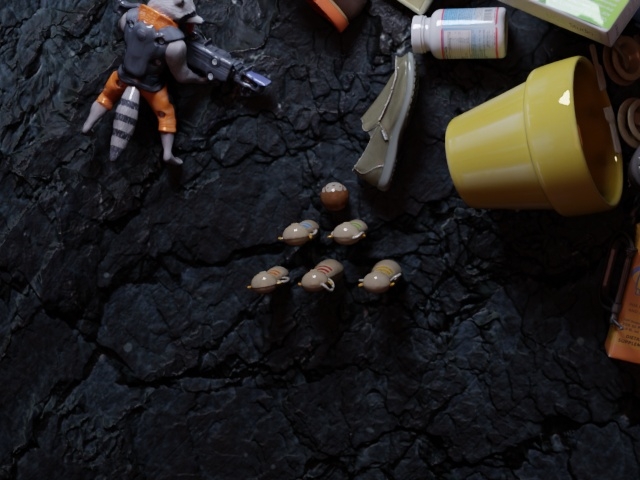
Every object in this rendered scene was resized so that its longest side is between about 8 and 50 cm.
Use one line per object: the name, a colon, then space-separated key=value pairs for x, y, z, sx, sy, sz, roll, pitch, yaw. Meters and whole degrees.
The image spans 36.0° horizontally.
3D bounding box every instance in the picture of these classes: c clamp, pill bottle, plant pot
c clamp: x=0.508 y=0.064 z=1.674 sx=0.022 sy=0.137 sz=0.160 roll=10 pitch=95 yaw=-5
pill bottle: x=0.242 y=-0.358 z=1.708 sx=0.160 sy=0.087 sz=0.087 roll=2 pitch=98 yaw=15
plant pot: x=0.348 y=-0.154 z=1.638 sx=0.239 sy=0.254 sz=0.254 roll=-11 pitch=94 yaw=30

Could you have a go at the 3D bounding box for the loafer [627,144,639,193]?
loafer: x=0.666 y=-0.068 z=1.622 sx=0.366 sy=0.130 sz=0.134 roll=29 pitch=90 yaw=-5

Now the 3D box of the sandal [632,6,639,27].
sandal: x=0.514 y=-0.414 z=1.605 sx=0.317 sy=0.138 sz=0.126 roll=31 pitch=106 yaw=11

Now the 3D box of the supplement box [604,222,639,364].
supplement box: x=0.555 y=0.091 z=1.691 sx=0.078 sy=0.080 sz=0.233 roll=13 pitch=98 yaw=10

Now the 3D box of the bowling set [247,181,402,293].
bowling set: x=0.000 y=0.000 z=1.784 sx=0.287 sy=0.154 sz=0.200 roll=-6 pitch=96 yaw=15

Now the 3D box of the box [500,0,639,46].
box: x=0.445 y=-0.485 z=1.565 sx=0.232 sy=0.058 sz=0.322 roll=33 pitch=83 yaw=30

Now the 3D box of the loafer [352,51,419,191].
loafer: x=0.114 y=-0.215 z=1.757 sx=0.087 sy=0.094 sz=0.251 roll=16 pitch=101 yaw=8

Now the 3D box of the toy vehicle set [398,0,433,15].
toy vehicle set: x=0.165 y=-0.534 z=1.667 sx=0.166 sy=0.035 sz=0.267 roll=36 pitch=134 yaw=7

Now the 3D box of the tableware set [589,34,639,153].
tableware set: x=0.521 y=-0.249 z=1.631 sx=0.039 sy=0.128 sz=0.194 roll=-9 pitch=97 yaw=58

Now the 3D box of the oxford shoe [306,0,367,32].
oxford shoe: x=-0.017 y=-0.492 z=1.715 sx=0.098 sy=0.097 sz=0.271 roll=-44 pitch=126 yaw=1

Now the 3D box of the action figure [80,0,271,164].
action figure: x=-0.280 y=-0.299 z=1.813 sx=0.341 sy=0.178 sz=0.330 roll=23 pitch=112 yaw=13
